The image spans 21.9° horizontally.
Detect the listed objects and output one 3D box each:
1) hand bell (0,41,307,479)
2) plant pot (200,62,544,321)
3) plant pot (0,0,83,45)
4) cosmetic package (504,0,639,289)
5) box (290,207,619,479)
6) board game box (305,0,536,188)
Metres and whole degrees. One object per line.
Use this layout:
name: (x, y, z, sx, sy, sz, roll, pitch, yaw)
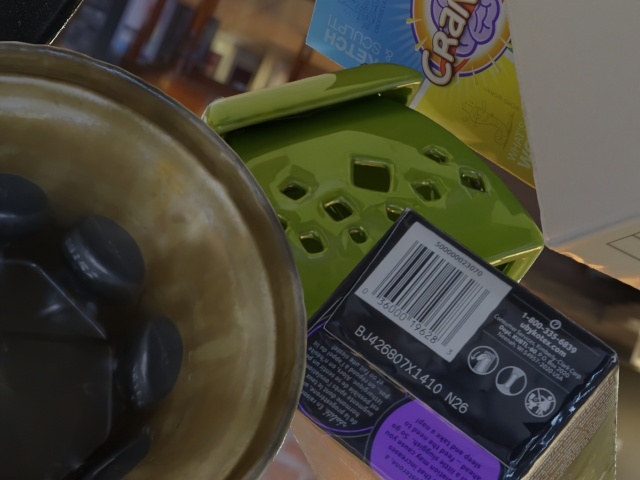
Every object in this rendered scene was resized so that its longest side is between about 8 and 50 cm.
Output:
hand bell: (-0.109, 0.062, 0.455, 0.126, 0.126, 0.242, 24, 146, -14)
plant pot: (0.000, 0.000, 1.295, 0.228, 0.207, 0.227, -17, 158, -29)
plant pot: (-0.216, -0.240, 1.136, 0.188, 0.167, 0.187, 45, -167, -16)
cosmetic package: (0.237, -0.076, 0.564, 0.309, 0.113, 0.160, -21, 154, 33)
box: (0.086, 0.124, 1.065, 0.165, 0.143, 0.270, 37, 167, 21)
board game box: (0.148, -0.195, 1.374, 0.316, 0.064, 0.242, 34, 132, 23)
